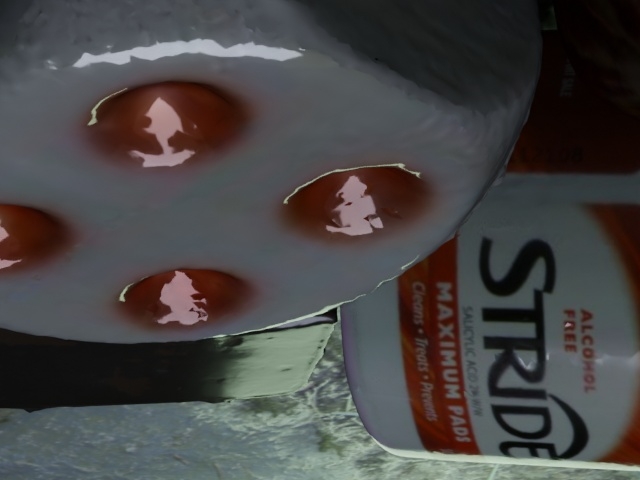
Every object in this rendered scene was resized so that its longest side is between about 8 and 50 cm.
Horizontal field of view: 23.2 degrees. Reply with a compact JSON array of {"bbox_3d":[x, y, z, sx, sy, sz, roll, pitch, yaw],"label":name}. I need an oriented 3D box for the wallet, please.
[{"bbox_3d":[-0.148,0.086,1.251,0.309,0.042,0.165,0,151,-13],"label":"wallet"}]

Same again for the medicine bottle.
[{"bbox_3d":[0.152,0.004,0.895,0.241,0.252,0.252,0,155,16],"label":"medicine bottle"}]

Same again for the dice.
[{"bbox_3d":[-0.077,-0.103,0.693,0.259,0.243,0.251,-32,145,34],"label":"dice"}]

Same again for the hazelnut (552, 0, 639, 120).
[{"bbox_3d":[0.198,-0.145,0.700,0.229,0.229,0.229,-6,153,-3],"label":"hazelnut"}]
